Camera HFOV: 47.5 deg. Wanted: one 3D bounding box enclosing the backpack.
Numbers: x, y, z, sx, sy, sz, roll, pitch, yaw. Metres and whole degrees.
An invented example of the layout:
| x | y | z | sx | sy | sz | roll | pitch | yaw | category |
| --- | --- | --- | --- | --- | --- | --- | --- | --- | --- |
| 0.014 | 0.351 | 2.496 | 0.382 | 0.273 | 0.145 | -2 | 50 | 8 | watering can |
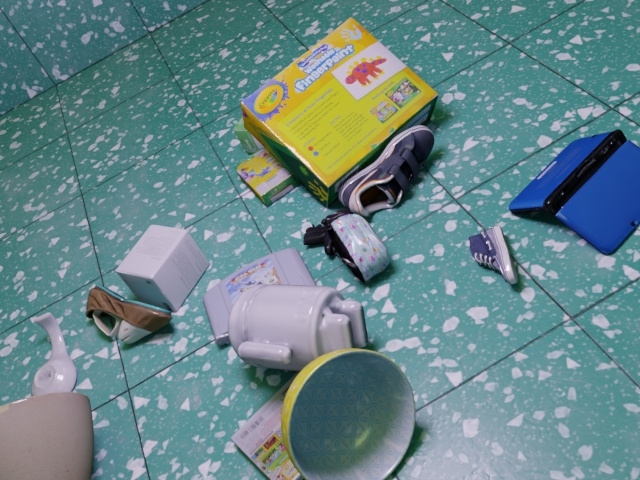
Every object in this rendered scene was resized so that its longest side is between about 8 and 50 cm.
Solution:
| x | y | z | sx | sy | sz | roll | pitch | yaw | category |
| --- | --- | --- | --- | --- | --- | --- | --- | --- | --- |
| 0.096 | 0.014 | 1.857 | 0.115 | 0.152 | 0.182 | -36 | 54 | 3 | backpack |

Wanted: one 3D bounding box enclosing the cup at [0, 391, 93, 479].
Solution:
| x | y | z | sx | sy | sz | roll | pitch | yaw | category |
| --- | --- | --- | --- | --- | --- | --- | --- | --- | --- |
| -0.652 | 0.524 | 1.642 | 0.331 | 0.331 | 0.237 | -27 | 68 | 0 | cup |

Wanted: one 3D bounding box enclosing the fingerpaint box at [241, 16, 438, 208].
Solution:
| x | y | z | sx | sy | sz | roll | pitch | yaw | category |
| --- | --- | --- | --- | --- | --- | --- | --- | --- | --- |
| 0.054 | -0.379 | 2.141 | 0.445 | 0.163 | 0.371 | -42 | 76 | -15 | fingerpaint box |

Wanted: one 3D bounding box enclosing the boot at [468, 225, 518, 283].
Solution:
| x | y | z | sx | sy | sz | roll | pitch | yaw | category |
| --- | --- | --- | --- | --- | --- | --- | --- | --- | --- |
| 0.409 | 0.045 | 1.727 | 0.086 | 0.069 | 0.190 | -22 | 33 | 16 | boot |

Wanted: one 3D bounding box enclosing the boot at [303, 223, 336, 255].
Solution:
| x | y | z | sx | sy | sz | roll | pitch | yaw | category |
| --- | --- | --- | --- | --- | --- | --- | --- | --- | --- |
| 0.000 | 0.000 | 1.991 | 0.099 | 0.045 | 0.121 | -4 | 40 | 21 | boot |

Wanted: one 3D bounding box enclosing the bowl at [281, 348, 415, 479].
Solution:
| x | y | z | sx | sy | sz | roll | pitch | yaw | category |
| --- | --- | --- | --- | --- | --- | --- | --- | --- | --- |
| 0.033 | 0.352 | 1.482 | 0.289 | 0.289 | 0.156 | -44 | 21 | -18 | bowl |

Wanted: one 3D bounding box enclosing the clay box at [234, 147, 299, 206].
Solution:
| x | y | z | sx | sy | sz | roll | pitch | yaw | category |
| --- | --- | --- | --- | --- | --- | --- | --- | --- | --- |
| -0.173 | -0.204 | 2.279 | 0.127 | 0.053 | 0.222 | -35 | 41 | -8 | clay box |

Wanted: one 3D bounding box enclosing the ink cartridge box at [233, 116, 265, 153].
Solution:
| x | y | z | sx | sy | sz | roll | pitch | yaw | category |
| --- | --- | --- | --- | --- | --- | --- | --- | --- | --- |
| -0.104 | -0.387 | 2.373 | 0.289 | 0.122 | 0.211 | 8 | 53 | 32 | ink cartridge box |

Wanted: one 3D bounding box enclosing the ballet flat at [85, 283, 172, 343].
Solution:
| x | y | z | sx | sy | sz | roll | pitch | yaw | category |
| --- | --- | --- | --- | --- | --- | --- | --- | --- | --- |
| -0.547 | 0.215 | 2.023 | 0.342 | 0.116 | 0.124 | 13 | 75 | 37 | ballet flat |

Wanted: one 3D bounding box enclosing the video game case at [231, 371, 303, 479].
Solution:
| x | y | z | sx | sy | sz | roll | pitch | yaw | category |
| --- | --- | --- | --- | --- | --- | --- | --- | --- | --- |
| -0.059 | 0.419 | 1.616 | 0.227 | 0.026 | 0.206 | -42 | 44 | -18 | video game case |

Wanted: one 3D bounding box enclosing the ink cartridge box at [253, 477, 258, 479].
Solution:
| x | y | z | sx | sy | sz | roll | pitch | yaw | category |
| --- | --- | --- | --- | --- | --- | --- | --- | --- | --- |
| -0.143 | 0.605 | 1.423 | 0.212 | 0.093 | 0.154 | -43 | 43 | -19 | ink cartridge box |

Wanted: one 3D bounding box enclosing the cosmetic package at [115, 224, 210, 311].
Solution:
| x | y | z | sx | sy | sz | roll | pitch | yaw | category |
| --- | --- | --- | --- | --- | --- | --- | --- | --- | --- |
| -0.445 | 0.076 | 2.064 | 0.151 | 0.151 | 0.184 | 8 | 51 | 34 | cosmetic package |

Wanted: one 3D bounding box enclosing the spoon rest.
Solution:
| x | y | z | sx | sy | sz | roll | pitch | yaw | category |
| --- | --- | --- | --- | --- | --- | --- | --- | --- | --- |
| -0.747 | 0.338 | 2.029 | 0.137 | 0.084 | 0.276 | -23 | 55 | 6 | spoon rest |

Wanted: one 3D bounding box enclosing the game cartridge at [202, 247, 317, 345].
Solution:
| x | y | z | sx | sy | sz | roll | pitch | yaw | category |
| --- | --- | --- | --- | --- | --- | --- | --- | --- | --- |
| -0.167 | 0.140 | 1.933 | 0.297 | 0.062 | 0.198 | -29 | 46 | -2 | game cartridge |

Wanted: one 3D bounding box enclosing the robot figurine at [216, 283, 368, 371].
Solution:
| x | y | z | sx | sy | sz | roll | pitch | yaw | category |
| --- | --- | --- | --- | --- | --- | --- | --- | --- | --- |
| -0.069 | 0.203 | 1.706 | 0.353 | 0.200 | 0.300 | 0 | 17 | 27 | robot figurine |

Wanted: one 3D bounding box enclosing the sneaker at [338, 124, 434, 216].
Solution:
| x | y | z | sx | sy | sz | roll | pitch | yaw | category |
| --- | --- | --- | --- | --- | --- | --- | --- | --- | --- |
| 0.206 | -0.181 | 2.009 | 0.321 | 0.126 | 0.127 | -41 | 38 | 1 | sneaker |

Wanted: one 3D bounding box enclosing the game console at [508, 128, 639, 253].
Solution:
| x | y | z | sx | sy | sz | roll | pitch | yaw | category |
| --- | --- | --- | --- | --- | --- | --- | --- | --- | --- |
| 0.659 | -0.115 | 1.780 | 0.293 | 0.173 | 0.250 | -42 | 13 | -17 | game console |
